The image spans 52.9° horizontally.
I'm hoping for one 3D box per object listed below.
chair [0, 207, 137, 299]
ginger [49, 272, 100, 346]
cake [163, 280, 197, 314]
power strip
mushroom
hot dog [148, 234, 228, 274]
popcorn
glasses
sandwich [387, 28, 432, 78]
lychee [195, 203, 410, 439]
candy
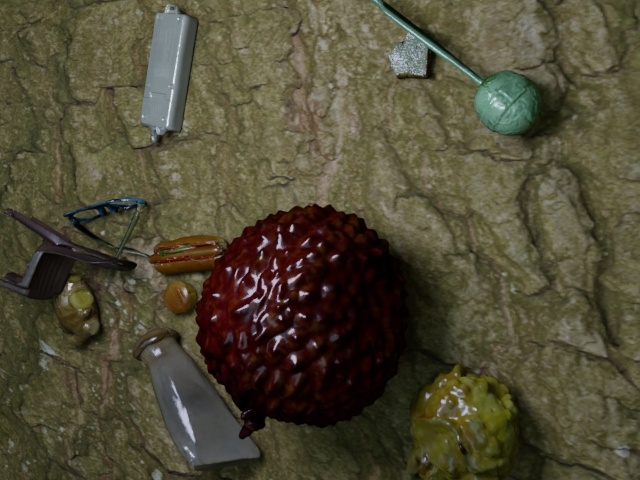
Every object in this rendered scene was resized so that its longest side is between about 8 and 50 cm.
[{"bbox_3d":[-0.644,0.069,1.582,0.326,0.175,0.183,23,85,12],"label":"chair"},{"bbox_3d":[-0.657,0.168,1.712,0.157,0.102,0.216,-31,81,46],"label":"ginger"},{"bbox_3d":[-0.350,0.143,1.603,0.084,0.044,0.084,0,90,23],"label":"cake"},{"bbox_3d":[-0.378,-0.406,1.593,0.098,0.058,0.338,13,96,23],"label":"power strip"},{"bbox_3d":[-0.318,0.391,1.540,0.407,0.154,0.137,50,150,17],"label":"mushroom"},{"bbox_3d":[-0.330,0.037,1.581,0.236,0.062,0.092,-10,91,25],"label":"hot dog"},{"bbox_3d":[0.266,0.379,1.250,0.233,0.192,0.266,37,95,22],"label":"popcorn"},{"bbox_3d":[-0.534,-0.020,1.675,0.239,0.102,0.207,-10,115,23],"label":"glasses"},{"bbox_3d":[0.190,-0.391,1.348,0.093,0.036,0.105,11,96,23],"label":"sandwich"},{"bbox_3d":[-0.040,0.173,1.263,0.424,0.424,0.500,23,97,22],"label":"lychee"},{"bbox_3d":[0.251,-0.366,1.274,0.440,0.119,0.119,43,108,16],"label":"candy"}]
